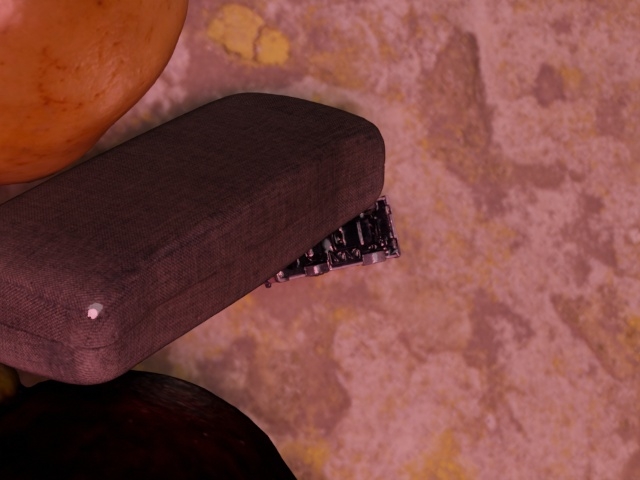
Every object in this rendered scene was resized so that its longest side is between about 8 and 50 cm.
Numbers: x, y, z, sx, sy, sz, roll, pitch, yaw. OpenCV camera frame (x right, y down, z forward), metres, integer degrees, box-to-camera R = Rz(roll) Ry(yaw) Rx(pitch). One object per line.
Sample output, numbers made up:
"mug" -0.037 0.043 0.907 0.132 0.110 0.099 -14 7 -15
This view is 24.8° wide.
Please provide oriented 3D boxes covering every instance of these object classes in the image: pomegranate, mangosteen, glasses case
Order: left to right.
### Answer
"pomegranate" -0.222 -0.178 0.876 0.307 0.307 0.307 2 85 -21
"mangosteen" -0.154 0.213 0.846 0.330 0.330 0.330 2 85 -21
"glasses case" -0.088 -0.014 0.918 0.323 0.131 0.074 -34 131 -49

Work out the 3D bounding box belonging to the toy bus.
"toy bus" 0.000 0.000 1.053 0.102 0.058 0.052 -12 89 -26
